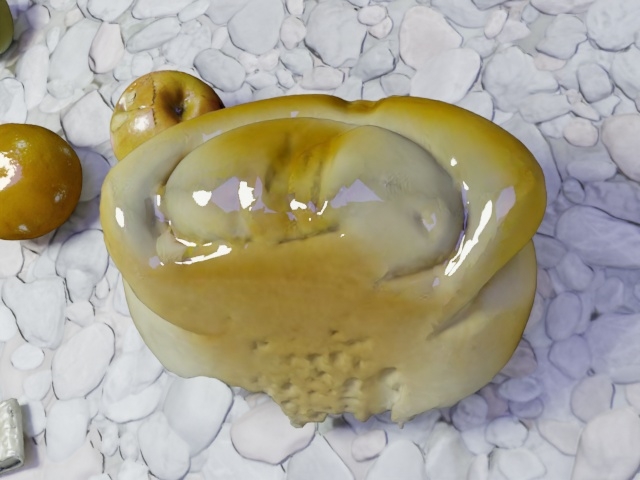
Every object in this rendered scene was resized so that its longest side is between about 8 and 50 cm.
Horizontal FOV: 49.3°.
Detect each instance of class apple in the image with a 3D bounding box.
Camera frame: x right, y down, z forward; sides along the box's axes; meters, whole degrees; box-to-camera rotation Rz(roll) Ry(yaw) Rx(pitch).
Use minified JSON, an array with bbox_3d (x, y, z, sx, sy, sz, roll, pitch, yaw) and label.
[{"bbox_3d":[-0.179,-0.138,0.847,0.147,0.146,0.146,-5,69,13],"label":"apple"}]

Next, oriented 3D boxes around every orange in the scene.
[{"bbox_3d":[-0.386,-0.077,0.890,0.156,0.124,0.156,-6,66,13],"label":"orange"}]

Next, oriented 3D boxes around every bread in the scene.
[{"bbox_3d":[-0.005,0.012,0.688,0.425,0.245,0.328,2,71,12],"label":"bread"}]

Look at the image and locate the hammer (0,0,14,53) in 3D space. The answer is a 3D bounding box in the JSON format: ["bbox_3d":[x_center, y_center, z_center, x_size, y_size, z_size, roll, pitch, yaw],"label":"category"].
[{"bbox_3d":[-0.547,-0.409,1.073,0.202,0.113,0.305,1,65,12],"label":"hammer"}]

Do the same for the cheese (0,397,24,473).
[{"bbox_3d":[-0.535,0.296,0.842,0.401,0.034,0.085,-22,67,6],"label":"cheese"}]
